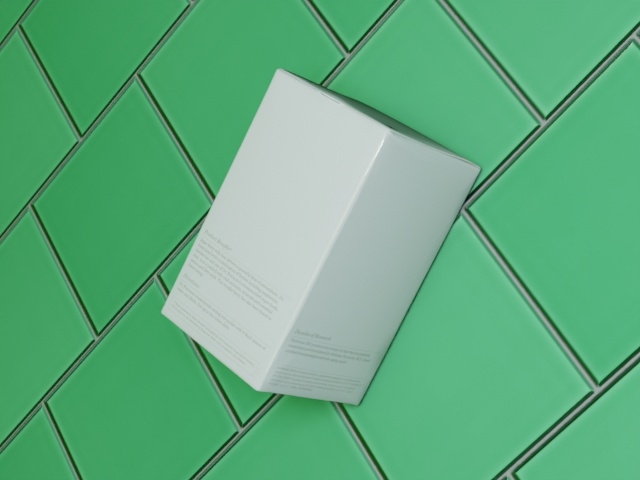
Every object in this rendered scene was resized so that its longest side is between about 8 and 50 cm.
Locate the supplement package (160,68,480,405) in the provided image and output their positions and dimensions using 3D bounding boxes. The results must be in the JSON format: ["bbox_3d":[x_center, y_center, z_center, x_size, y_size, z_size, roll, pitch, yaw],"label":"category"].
[{"bbox_3d":[0.000,0.000,1.395,0.177,0.175,0.293,35,102,39],"label":"supplement package"}]
